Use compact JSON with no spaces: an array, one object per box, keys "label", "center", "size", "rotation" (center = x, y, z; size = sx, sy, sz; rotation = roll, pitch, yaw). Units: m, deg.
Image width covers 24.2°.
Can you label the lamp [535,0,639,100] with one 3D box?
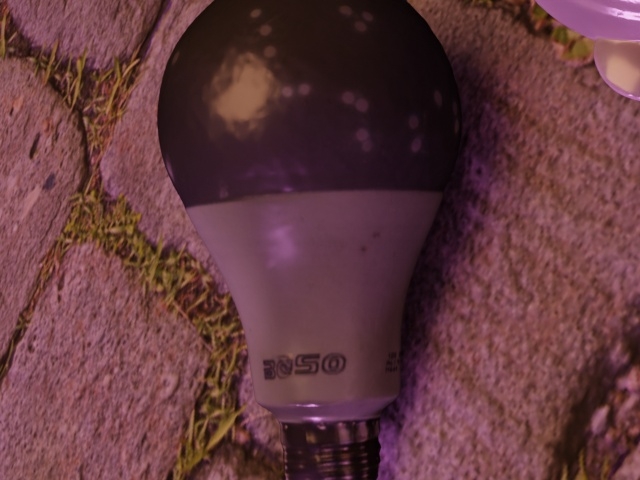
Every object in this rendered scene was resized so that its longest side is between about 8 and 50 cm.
[{"label":"lamp","center":[0.194,-0.190,0.746],"size":[0.246,0.108,0.179],"rotation":[-46,68,-1]}]

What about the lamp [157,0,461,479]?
[{"label":"lamp","center":[0.012,-0.010,0.884],"size":[0.182,0.182,0.314],"rotation":[-27,75,43]}]
